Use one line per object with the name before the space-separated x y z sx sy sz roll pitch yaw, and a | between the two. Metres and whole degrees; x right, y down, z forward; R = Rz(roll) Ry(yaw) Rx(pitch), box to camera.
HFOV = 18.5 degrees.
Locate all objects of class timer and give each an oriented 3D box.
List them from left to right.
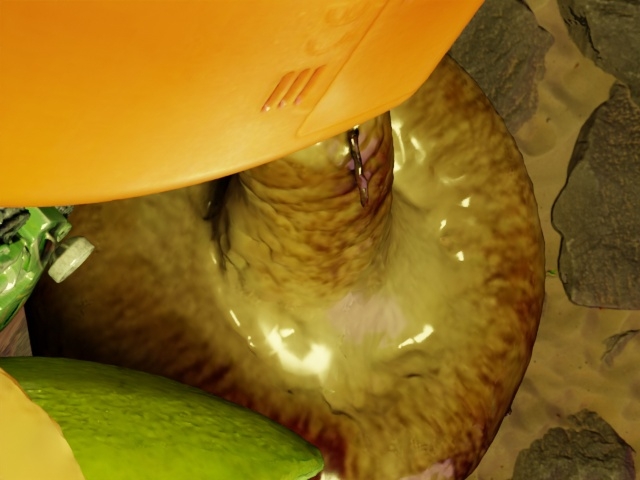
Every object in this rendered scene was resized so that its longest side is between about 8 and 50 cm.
timer | -0.037 -0.132 0.614 0.250 0.161 0.257 -29 162 -45

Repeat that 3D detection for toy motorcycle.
toy motorcycle | -0.165 0.012 0.914 0.106 0.074 0.190 -43 179 3

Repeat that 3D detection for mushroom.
mushroom | 0.006 -0.009 1.133 0.356 0.334 0.331 -40 -173 41

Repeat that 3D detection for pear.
pear | -0.121 0.114 0.931 0.239 0.139 0.288 -17 170 -16

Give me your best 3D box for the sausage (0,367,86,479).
sausage | -0.189 0.156 0.516 0.233 0.233 0.287 -51 177 -35
